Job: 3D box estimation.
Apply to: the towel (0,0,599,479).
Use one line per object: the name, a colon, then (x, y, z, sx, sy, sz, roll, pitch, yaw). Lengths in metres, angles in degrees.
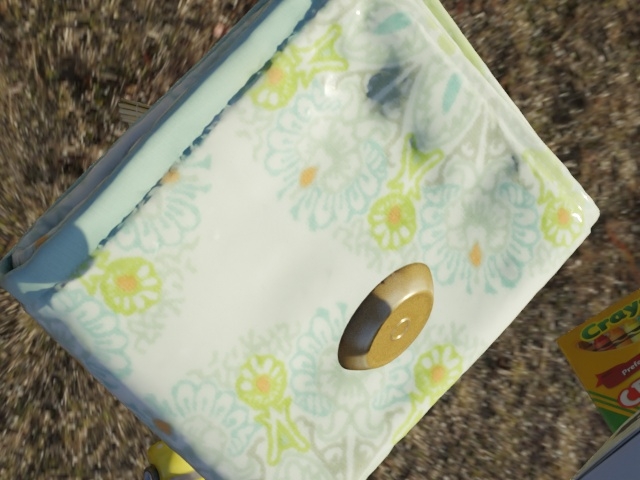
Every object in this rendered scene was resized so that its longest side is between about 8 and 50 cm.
towel: (0.000, 0.000, 0.958, 0.374, 0.090, 0.320, -45, 111, -7)

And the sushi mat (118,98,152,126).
sushi mat: (-0.069, -0.074, 1.387, 0.317, 0.151, 0.019, 15, 64, 26)

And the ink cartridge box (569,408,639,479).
ink cartridge box: (0.210, 0.142, 0.674, 0.072, 0.175, 0.127, -44, 76, 20)

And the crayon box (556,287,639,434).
crayon box: (0.408, 0.144, 1.509, 0.202, 0.318, 0.081, -33, 115, 6)

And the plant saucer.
plant saucer: (0.045, 0.052, 0.801, 0.015, 0.083, 0.083, 39, 80, 28)

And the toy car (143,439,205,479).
toy car: (-0.119, 0.333, 1.217, 0.239, 0.053, 0.225, 49, 59, -17)
